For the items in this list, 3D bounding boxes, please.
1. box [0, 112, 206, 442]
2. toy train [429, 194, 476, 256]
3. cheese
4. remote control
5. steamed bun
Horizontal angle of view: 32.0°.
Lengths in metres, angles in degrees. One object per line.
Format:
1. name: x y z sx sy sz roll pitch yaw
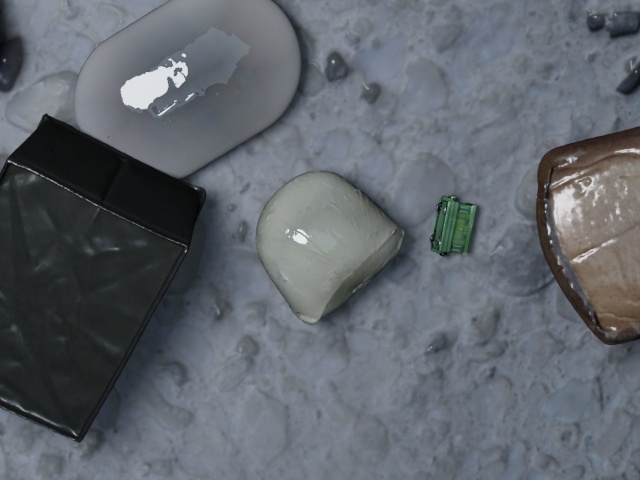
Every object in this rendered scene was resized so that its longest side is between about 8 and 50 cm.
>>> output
1. box: -0.346 0.051 1.483 0.251 0.204 0.345 27 108 -10
2. toy train: 0.198 -0.020 1.667 0.056 0.038 0.093 9 96 -15
3. cheese: 0.000 0.000 1.586 0.198 0.154 0.189 -42 95 0
4. remote control: -0.184 -0.219 1.557 0.332 0.103 0.221 -32 102 -2
5. steamed bun: 0.451 -0.013 1.627 0.252 0.199 0.301 -19 90 13
